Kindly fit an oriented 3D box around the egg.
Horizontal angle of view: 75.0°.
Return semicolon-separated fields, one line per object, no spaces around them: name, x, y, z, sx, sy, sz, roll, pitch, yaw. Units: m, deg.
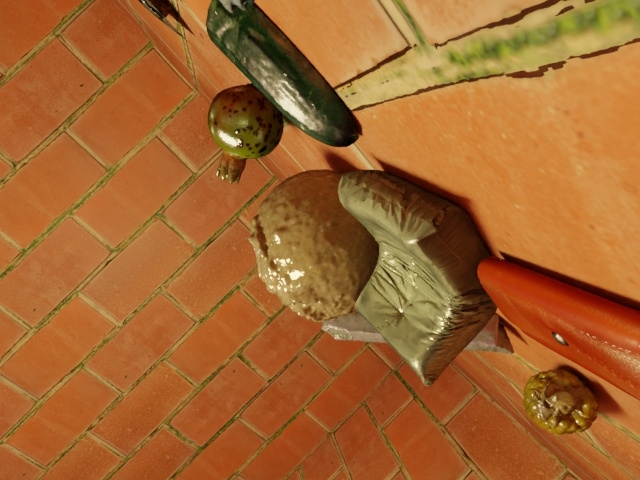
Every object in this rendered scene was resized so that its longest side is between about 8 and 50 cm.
egg;0.000;0.000;0.813;0.279;0.279;0.311;48;-157;-44

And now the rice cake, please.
rice cake;0.170;0.165;0.797;0.364;0.073;0.056;1;146;26

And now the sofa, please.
sofa;0.108;0.038;0.583;0.225;0.176;0.210;47;178;-37

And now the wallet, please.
wallet;0.260;0.093;0.420;0.142;0.045;0.204;47;178;-19

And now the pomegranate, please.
pomegranate;-0.160;-0.218;0.854;0.159;0.205;0.159;19;-169;-4

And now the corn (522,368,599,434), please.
corn;0.381;0.265;0.679;0.097;0.097;0.262;45;179;32

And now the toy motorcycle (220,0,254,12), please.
toy motorcycle;-0.132;-0.272;0.337;0.239;0.108;0.204;45;178;32

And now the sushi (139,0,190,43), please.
sushi;-0.404;-0.577;0.979;0.210;0.040;0.192;43;-176;23

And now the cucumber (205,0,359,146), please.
cucumber;-0.048;-0.212;0.558;0.244;0.063;0.115;45;179;2
